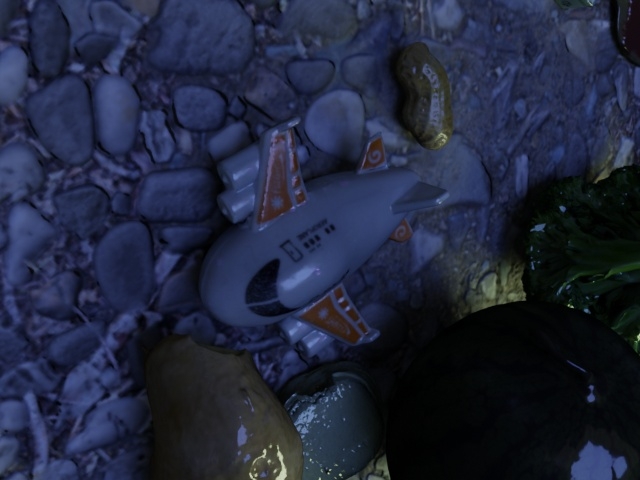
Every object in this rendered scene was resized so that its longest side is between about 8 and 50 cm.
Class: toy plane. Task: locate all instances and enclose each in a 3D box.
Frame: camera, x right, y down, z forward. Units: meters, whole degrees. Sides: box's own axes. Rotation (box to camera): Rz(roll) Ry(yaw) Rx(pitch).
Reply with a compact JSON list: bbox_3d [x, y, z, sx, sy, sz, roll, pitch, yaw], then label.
[{"bbox_3d":[0.000,0.000,0.637,0.245,0.117,0.244,-11,111,-30],"label":"toy plane"}]

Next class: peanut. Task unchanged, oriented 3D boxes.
[{"bbox_3d":[0.107,-0.146,0.698,0.054,0.054,0.113,-26,114,-23],"label":"peanut"}]

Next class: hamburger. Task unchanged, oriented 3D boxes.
[{"bbox_3d":[0.010,0.200,0.736,0.140,0.062,0.133,-12,109,-26],"label":"hamburger"}]

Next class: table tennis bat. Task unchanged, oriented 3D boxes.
[{"bbox_3d":[0.394,-0.298,0.848,0.234,0.022,0.131,16,97,-35],"label":"table tennis bat"}]

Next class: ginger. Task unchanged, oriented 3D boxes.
[{"bbox_3d":[-0.089,0.196,0.623,0.138,0.152,0.267,-11,116,-25],"label":"ginger"}]

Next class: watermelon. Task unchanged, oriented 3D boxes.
[{"bbox_3d":[0.209,0.207,0.707,0.279,0.279,0.359,-26,151,-23],"label":"watermelon"}]

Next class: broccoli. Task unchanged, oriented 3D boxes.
[{"bbox_3d":[0.372,0.022,0.800,0.269,0.241,0.261,27,79,-10],"label":"broccoli"}]

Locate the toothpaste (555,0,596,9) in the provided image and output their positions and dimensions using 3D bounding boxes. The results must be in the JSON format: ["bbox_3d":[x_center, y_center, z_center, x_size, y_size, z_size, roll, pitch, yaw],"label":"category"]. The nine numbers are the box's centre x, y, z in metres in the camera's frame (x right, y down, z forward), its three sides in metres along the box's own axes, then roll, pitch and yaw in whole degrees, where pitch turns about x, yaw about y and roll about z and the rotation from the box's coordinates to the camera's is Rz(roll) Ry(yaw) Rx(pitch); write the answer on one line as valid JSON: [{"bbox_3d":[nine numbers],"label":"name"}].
[{"bbox_3d":[0.242,-0.310,0.733,0.164,0.046,0.034,26,88,-34],"label":"toothpaste"}]
